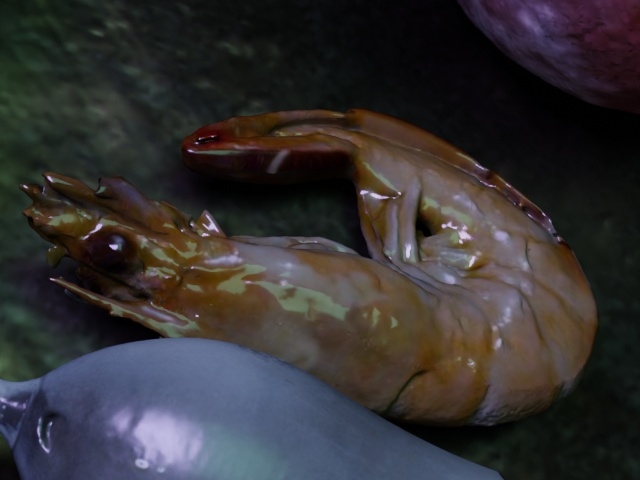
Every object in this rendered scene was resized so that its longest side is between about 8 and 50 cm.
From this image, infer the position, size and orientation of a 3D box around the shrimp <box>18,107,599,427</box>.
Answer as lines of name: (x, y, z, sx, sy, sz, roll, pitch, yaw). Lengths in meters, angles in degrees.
shrimp: (0.002, -0.001, 0.616, 0.236, 0.053, 0.133, 12, 63, -22)

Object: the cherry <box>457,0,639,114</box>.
cherry: (0.139, -0.197, 0.673, 0.213, 0.236, 0.285, 30, 70, -54)

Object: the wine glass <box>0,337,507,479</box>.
wine glass: (-0.042, 0.076, 0.535, 0.202, 0.093, 0.093, 21, 59, -10)
